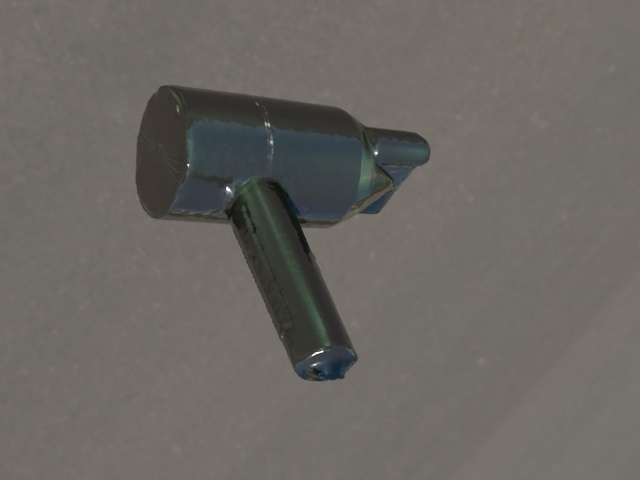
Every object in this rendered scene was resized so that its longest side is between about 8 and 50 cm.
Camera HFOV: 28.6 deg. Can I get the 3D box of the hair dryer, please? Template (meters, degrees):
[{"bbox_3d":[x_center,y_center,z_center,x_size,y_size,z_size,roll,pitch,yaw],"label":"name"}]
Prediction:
[{"bbox_3d":[0.000,0.000,1.039,0.244,0.302,0.116,3,135,-29],"label":"hair dryer"}]
